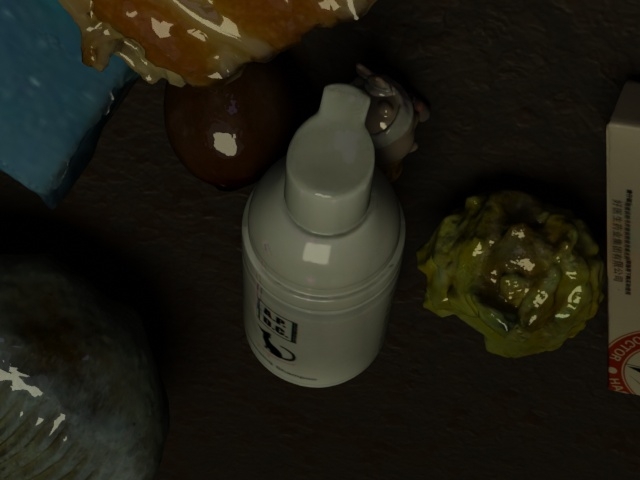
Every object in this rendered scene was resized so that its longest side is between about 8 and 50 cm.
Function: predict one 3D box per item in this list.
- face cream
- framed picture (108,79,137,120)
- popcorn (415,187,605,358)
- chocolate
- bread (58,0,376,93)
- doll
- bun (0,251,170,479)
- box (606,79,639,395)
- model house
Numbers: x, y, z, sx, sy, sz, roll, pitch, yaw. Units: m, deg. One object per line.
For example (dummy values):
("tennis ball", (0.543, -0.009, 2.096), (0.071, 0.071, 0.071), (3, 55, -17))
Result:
("face cream", (0.000, 0.000, 1.314), (0.145, 0.145, 0.370), (10, 155, 4))
("framed picture", (-0.281, -0.142, 1.370), (0.195, 0.010, 0.199), (20, 150, -19))
("popcorn", (0.174, 0.030, 1.392), (0.173, 0.142, 0.173), (3, 162, 1))
("chocolate", (-0.083, -0.122, 1.326), (0.124, 0.127, 0.133), (-31, 113, 3))
("bread", (-0.044, -0.336, 0.887), (0.371, 0.279, 0.390), (-22, 114, 32))
("doll", (0.058, -0.108, 1.320), (0.084, 0.073, 0.127), (-19, 143, -13))
("bun", (-0.323, 0.146, 1.584), (0.361, 0.211, 0.362), (9, 141, 7))
("box", (0.363, 0.026, 1.336), (0.214, 0.069, 0.353), (12, 141, 21))
("model house", (-0.247, -0.205, 1.142), (0.303, 0.216, 0.237), (30, 137, -12))
